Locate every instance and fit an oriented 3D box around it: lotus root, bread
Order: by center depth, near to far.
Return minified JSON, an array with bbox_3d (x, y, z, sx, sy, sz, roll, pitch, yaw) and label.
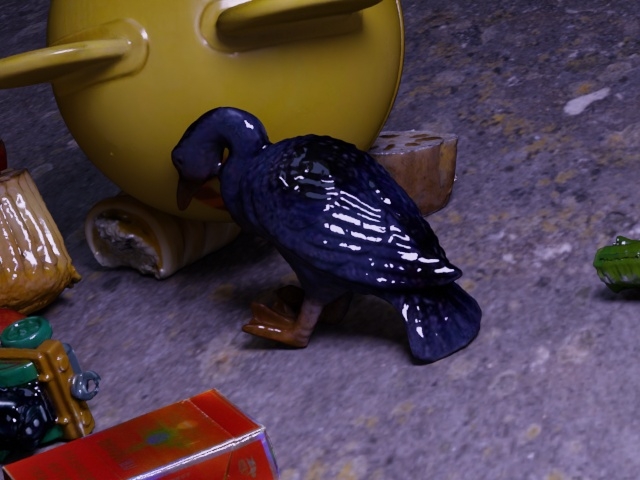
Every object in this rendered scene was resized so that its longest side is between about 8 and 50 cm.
[{"bbox_3d":[-0.356,0.021,1.751,0.240,0.139,0.240,-13,8,2],"label":"bread"},{"bbox_3d":[0.080,-0.071,1.864,0.112,0.081,0.122,-24,21,-37],"label":"lotus root"},{"bbox_3d":[-0.157,-0.020,1.867,0.119,0.084,0.177,4,20,39],"label":"bread"}]

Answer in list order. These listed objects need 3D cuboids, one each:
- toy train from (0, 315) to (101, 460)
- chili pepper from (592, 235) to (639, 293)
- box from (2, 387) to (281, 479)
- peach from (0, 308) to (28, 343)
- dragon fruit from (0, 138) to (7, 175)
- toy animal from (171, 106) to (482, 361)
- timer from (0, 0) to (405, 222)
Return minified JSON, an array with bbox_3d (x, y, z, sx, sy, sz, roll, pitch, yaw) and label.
[{"bbox_3d":[-0.282,0.131,1.493,0.227,0.091,0.136,0,32,30],"label":"toy train"},{"bbox_3d":[0.371,0.029,1.410,0.085,0.076,0.359,5,1,-45],"label":"chili pepper"},{"bbox_3d":[-0.130,0.170,1.333,0.175,0.048,0.112,-19,18,-18],"label":"box"},{"bbox_3d":[-0.292,0.094,1.643,0.098,0.061,0.098,-5,16,1],"label":"peach"},{"bbox_3d":[-0.439,-0.073,2.064,0.209,0.172,0.172,-36,28,-28],"label":"dragon fruit"},{"bbox_3d":[0.000,0.000,1.547,0.298,0.185,0.122,24,31,31],"label":"toy animal"},{"bbox_3d":[-0.098,-0.188,1.702,0.376,0.376,0.387,-7,0,15],"label":"timer"}]
